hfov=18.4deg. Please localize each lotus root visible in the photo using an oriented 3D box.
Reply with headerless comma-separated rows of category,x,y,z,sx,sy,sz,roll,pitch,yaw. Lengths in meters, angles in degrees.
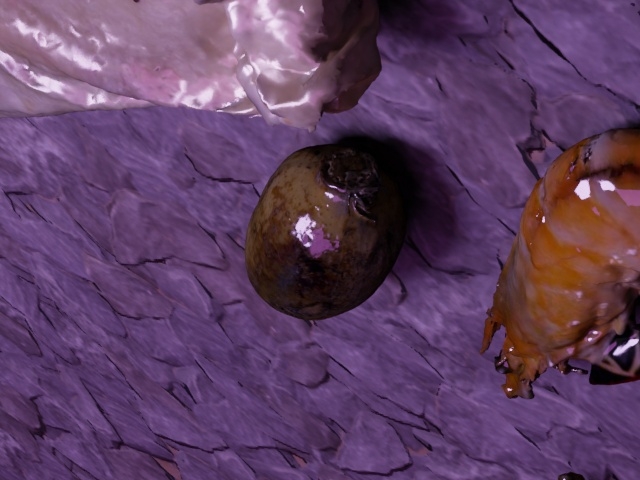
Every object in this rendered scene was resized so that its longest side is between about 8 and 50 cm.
lotus root,0.000,0.000,1.170,0.089,0.080,0.179,37,153,2

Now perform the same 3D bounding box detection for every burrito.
burrito,-0.110,-0.142,1.056,0.348,0.107,0.175,3,123,45

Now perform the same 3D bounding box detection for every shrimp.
shrimp,0.168,0.032,1.056,0.152,0.063,0.287,23,151,2

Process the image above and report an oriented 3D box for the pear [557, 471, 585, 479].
pear,0.226,0.187,1.095,0.216,0.166,0.180,19,166,3
